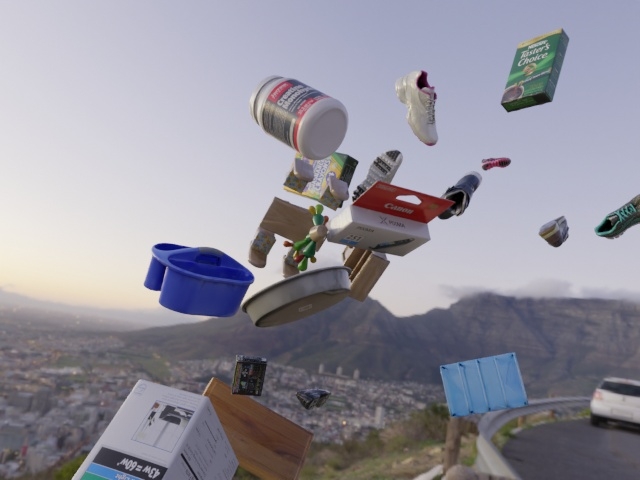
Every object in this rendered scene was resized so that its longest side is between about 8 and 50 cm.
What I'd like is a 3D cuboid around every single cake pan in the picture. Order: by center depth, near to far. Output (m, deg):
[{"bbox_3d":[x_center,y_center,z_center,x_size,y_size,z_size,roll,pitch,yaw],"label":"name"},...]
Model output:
[{"bbox_3d":[-0.051,0.147,1.379,0.294,0.054,0.293,-19,-17,-6],"label":"cake pan"}]

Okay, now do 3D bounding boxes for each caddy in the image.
[{"bbox_3d":[-0.364,0.102,1.677,0.342,0.179,0.241,13,14,-46],"label":"caddy"}]

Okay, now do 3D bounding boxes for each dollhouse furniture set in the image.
[{"bbox_3d":[0.000,0.000,1.806,0.395,0.362,0.256,24,24,-15],"label":"dollhouse furniture set"}]

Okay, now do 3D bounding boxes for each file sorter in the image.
[{"bbox_3d":[0.357,0.318,1.210,0.171,0.118,0.104,-14,-19,14],"label":"file sorter"}]

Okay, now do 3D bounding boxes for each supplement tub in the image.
[{"bbox_3d":[-0.068,-0.375,1.662,0.272,0.191,0.191,35,6,34],"label":"supplement tub"}]

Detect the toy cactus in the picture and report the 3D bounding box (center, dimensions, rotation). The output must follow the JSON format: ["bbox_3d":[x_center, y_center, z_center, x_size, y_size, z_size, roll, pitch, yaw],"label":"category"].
[{"bbox_3d":[-0.026,-0.021,1.644,0.112,0.218,0.180,29,-17,-10],"label":"toy cactus"}]

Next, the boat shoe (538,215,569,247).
[{"bbox_3d":[0.728,-0.023,1.703,0.080,0.073,0.224,-33,-7,30],"label":"boat shoe"}]

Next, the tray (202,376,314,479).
[{"bbox_3d":[-0.238,0.657,1.872,0.411,0.202,0.076,32,-45,-6],"label":"tray"}]

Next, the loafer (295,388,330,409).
[{"bbox_3d":[-0.019,0.493,1.751,0.061,0.062,0.170,34,2,26],"label":"loafer"}]

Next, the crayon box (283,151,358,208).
[{"bbox_3d":[-0.021,-0.268,2.226,0.323,0.202,0.083,20,0,41],"label":"crayon box"}]

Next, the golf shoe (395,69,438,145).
[{"bbox_3d":[0.406,-0.525,2.173,0.115,0.306,0.140,-25,1,-43],"label":"golf shoe"}]

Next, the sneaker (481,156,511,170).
[{"bbox_3d":[0.711,-0.322,2.237,0.120,0.057,0.047,-8,-52,6],"label":"sneaker"}]

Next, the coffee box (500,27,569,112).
[{"bbox_3d":[0.480,-0.380,1.233,0.040,0.184,0.113,35,-22,-32],"label":"coffee box"}]

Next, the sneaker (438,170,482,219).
[{"bbox_3d":[0.431,-0.117,1.826,0.086,0.163,0.226,37,-42,5],"label":"sneaker"}]

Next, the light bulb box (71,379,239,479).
[{"bbox_3d":[-0.418,0.626,1.420,0.226,0.361,0.357,8,-47,20],"label":"light bulb box"}]

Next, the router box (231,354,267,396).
[{"bbox_3d":[-0.218,0.411,1.673,0.092,0.122,0.038,8,19,-12],"label":"router box"}]

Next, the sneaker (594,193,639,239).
[{"bbox_3d":[0.760,-0.057,1.380,0.076,0.064,0.166,-4,-37,-32],"label":"sneaker"}]

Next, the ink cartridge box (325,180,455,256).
[{"bbox_3d":[0.206,-0.053,1.610,0.297,0.066,0.261,11,-32,-30],"label":"ink cartridge box"}]

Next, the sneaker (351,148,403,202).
[{"bbox_3d":[0.251,-0.256,2.305,0.118,0.292,0.110,10,37,-46],"label":"sneaker"}]
